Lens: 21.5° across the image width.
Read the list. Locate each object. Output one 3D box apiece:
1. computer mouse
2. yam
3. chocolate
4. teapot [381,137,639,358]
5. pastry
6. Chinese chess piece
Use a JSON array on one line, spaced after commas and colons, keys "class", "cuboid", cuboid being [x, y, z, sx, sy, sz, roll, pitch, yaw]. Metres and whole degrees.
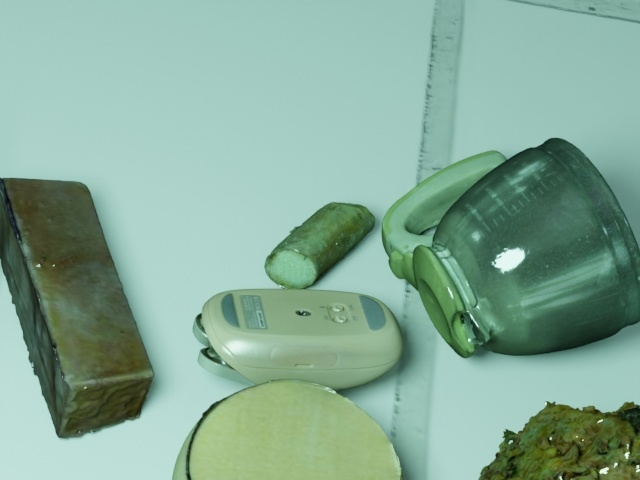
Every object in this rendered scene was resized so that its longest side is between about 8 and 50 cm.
[{"class": "computer mouse", "cuboid": [-0.025, 0.114, 1.908, 0.236, 0.082, 0.145, 0, 29, -12]}, {"class": "yam", "cuboid": [0.000, 0.000, 2.033, 0.070, 0.070, 0.146, 35, 55, 19]}, {"class": "chocolate", "cuboid": [-0.285, 0.063, 1.912, 0.112, 0.112, 0.321, -7, 51, -25]}, {"class": "teapot", "cuboid": [0.209, -0.003, 1.969, 0.239, 0.239, 0.321, -23, 62, -10]}, {"class": "pastry", "cuboid": [0.262, 0.278, 1.725, 0.193, 0.275, 0.275, 43, 41, -31]}, {"class": "Chinese chess piece", "cuboid": [-0.034, 0.266, 1.781, 0.250, 0.103, 0.250, 5, 49, -6]}]
